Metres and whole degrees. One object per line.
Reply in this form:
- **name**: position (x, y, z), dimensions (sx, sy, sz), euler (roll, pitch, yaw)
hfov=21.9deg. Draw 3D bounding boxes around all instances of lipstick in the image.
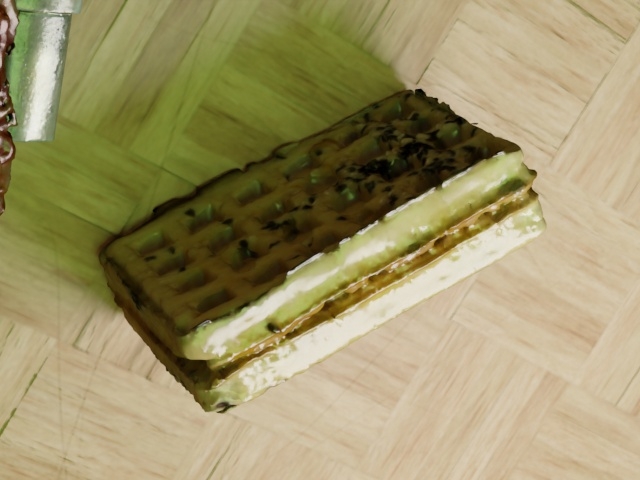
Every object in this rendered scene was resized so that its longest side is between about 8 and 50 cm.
- **lipstick**: position (-0.254, -0.215, 1.456), dimensions (0.077, 0.079, 0.253), euler (0, 110, -33)

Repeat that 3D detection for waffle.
- **waffle**: position (0.000, 0.000, 1.565), dimensions (0.376, 0.261, 0.114), euler (-28, 116, -13)

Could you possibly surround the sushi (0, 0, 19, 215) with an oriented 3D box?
- **sushi**: position (-0.334, -0.141, 1.329), dimensions (0.182, 0.196, 0.343), euler (17, 143, 6)
